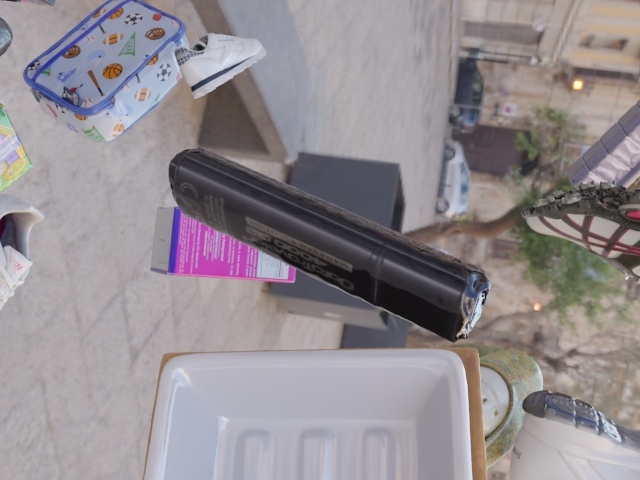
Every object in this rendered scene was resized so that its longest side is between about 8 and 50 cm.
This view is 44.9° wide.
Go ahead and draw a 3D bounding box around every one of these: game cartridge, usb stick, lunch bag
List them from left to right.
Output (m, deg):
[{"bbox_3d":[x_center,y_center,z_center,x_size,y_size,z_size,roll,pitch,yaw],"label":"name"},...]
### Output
[{"bbox_3d":[-0.414,-0.337,1.497,0.303,0.243,0.115,-47,153,-22],"label":"lunch bag"},{"bbox_3d":[0.000,0.000,0.616,0.045,0.277,0.077,-54,158,-32],"label":"usb stick"},{"bbox_3d":[0.591,-0.088,1.223,0.230,0.355,0.068,-51,-155,25],"label":"game cartridge"}]

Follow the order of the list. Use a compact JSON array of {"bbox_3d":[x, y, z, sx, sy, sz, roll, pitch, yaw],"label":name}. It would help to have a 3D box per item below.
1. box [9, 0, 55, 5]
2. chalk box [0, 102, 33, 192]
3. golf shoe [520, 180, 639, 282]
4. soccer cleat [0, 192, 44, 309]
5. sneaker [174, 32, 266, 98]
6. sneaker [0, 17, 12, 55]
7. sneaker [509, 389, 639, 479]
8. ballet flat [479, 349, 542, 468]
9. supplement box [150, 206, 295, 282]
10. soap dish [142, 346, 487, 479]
[{"bbox_3d":[-0.542,-0.510,1.315,0.142,0.247,0.164,22,88,-49],"label":"box"},{"bbox_3d":[-0.539,-0.138,1.167,0.132,0.132,0.213,-45,165,-23],"label":"chalk box"},{"bbox_3d":[0.339,-0.008,0.898,0.272,0.105,0.120,5,-67,65],"label":"golf shoe"},{"bbox_3d":[-0.580,0.074,1.330,0.116,0.143,0.332,42,58,-65],"label":"soccer cleat"},{"bbox_3d":[-0.184,-0.352,1.460,0.095,0.090,0.235,57,35,-12],"label":"sneaker"},{"bbox_3d":[-0.471,-0.191,0.950,0.267,0.106,0.101,-49,173,-40],"label":"sneaker"},{"bbox_3d":[0.359,0.281,0.899,0.111,0.297,0.129,-40,151,-75],"label":"sneaker"},{"bbox_3d":[0.145,0.240,0.940,0.348,0.123,0.123,-38,154,-16],"label":"ballet flat"},{"bbox_3d":[-0.158,0.008,1.292,0.111,0.219,0.114,3,-93,63],"label":"supplement box"},{"bbox_3d":[-0.005,0.211,0.665,0.118,0.290,0.229,76,14,-59],"label":"soap dish"}]
